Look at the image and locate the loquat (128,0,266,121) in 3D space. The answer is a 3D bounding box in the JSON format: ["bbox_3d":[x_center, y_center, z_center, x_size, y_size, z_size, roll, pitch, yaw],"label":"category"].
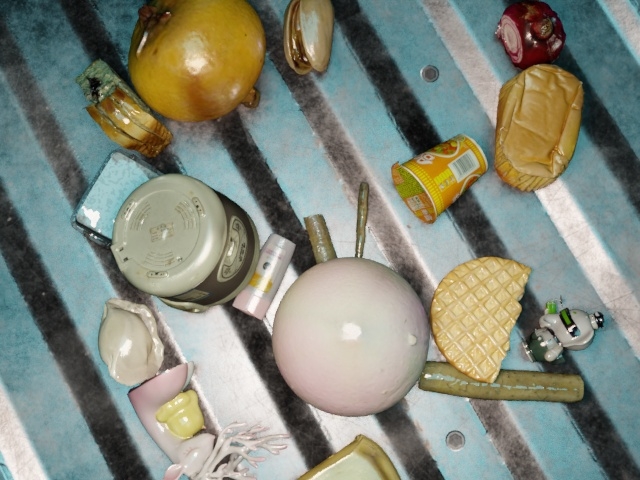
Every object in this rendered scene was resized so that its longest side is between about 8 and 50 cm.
[{"bbox_3d":[-0.266,-0.422,1.805,0.359,0.328,0.328,33,79,-40],"label":"loquat"}]

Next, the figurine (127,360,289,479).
[{"bbox_3d":[-0.255,0.418,1.716,0.284,0.206,0.315,-28,86,7],"label":"figurine"}]

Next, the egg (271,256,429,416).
[{"bbox_3d":[0.064,0.206,1.667,0.355,0.340,0.354,0,84,3],"label":"egg"}]

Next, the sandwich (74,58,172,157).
[{"bbox_3d":[-0.483,-0.328,1.806,0.099,0.254,0.288,-44,81,4],"label":"sandwich"}]

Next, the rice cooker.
[{"bbox_3d":[-0.293,0.011,1.737,0.289,0.277,0.288,-4,75,16],"label":"rice cooker"}]

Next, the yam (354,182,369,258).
[{"bbox_3d":[0.099,-0.024,1.868,0.029,0.027,0.234,9,80,-29],"label":"yam"}]

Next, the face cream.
[{"bbox_3d":[-0.131,0.084,1.834,0.084,0.057,0.198,24,81,5],"label":"face cream"}]

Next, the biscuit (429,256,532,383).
[{"bbox_3d":[0.359,0.160,1.796,0.205,0.040,0.308,20,67,10],"label":"biscuit"}]

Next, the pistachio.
[{"bbox_3d":[-0.025,-0.512,1.906,0.130,0.131,0.206,1,91,43],"label":"pistachio"}]

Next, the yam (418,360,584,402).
[{"bbox_3d":[0.410,0.329,1.783,0.372,0.083,0.083,6,81,2],"label":"yam"}]

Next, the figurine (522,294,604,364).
[{"bbox_3d":[0.558,0.213,1.780,0.192,0.147,0.126,-27,100,14],"label":"figurine"}]

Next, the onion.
[{"bbox_3d":[0.526,-0.501,1.860,0.135,0.198,0.173,-27,100,-10],"label":"onion"}]

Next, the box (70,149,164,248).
[{"bbox_3d":[-0.472,-0.094,1.828,0.162,0.130,0.227,30,82,-10],"label":"box"}]

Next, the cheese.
[{"bbox_3d":[0.085,0.619,1.713,0.260,0.128,0.315,-30,84,-7],"label":"cheese"}]

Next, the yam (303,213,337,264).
[{"bbox_3d":[0.000,0.000,1.851,0.054,0.054,0.132,-17,80,-3],"label":"yam"}]

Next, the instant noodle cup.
[{"bbox_3d":[0.288,-0.158,1.831,0.185,0.168,0.168,-35,82,-14],"label":"instant noodle cup"}]

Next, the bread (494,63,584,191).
[{"bbox_3d":[0.502,-0.262,1.844,0.204,0.156,0.288,10,78,-6],"label":"bread"}]

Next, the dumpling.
[{"bbox_3d":[-0.431,0.230,1.787,0.151,0.124,0.228,11,52,-36],"label":"dumpling"}]
